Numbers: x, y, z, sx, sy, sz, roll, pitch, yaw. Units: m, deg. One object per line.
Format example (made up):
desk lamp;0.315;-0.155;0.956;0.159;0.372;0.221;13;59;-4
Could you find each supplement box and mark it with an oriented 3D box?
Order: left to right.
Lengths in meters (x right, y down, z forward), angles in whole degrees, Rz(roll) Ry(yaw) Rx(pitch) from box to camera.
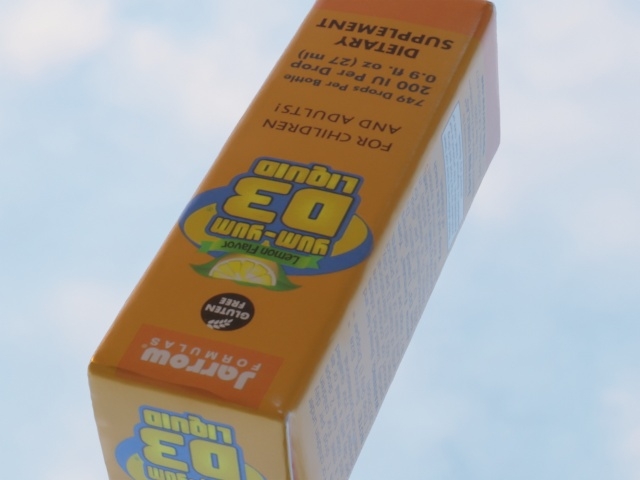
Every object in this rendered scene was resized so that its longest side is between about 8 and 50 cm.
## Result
supplement box;0.000;0.000;0.641;0.078;0.080;0.233;11;-133;17
